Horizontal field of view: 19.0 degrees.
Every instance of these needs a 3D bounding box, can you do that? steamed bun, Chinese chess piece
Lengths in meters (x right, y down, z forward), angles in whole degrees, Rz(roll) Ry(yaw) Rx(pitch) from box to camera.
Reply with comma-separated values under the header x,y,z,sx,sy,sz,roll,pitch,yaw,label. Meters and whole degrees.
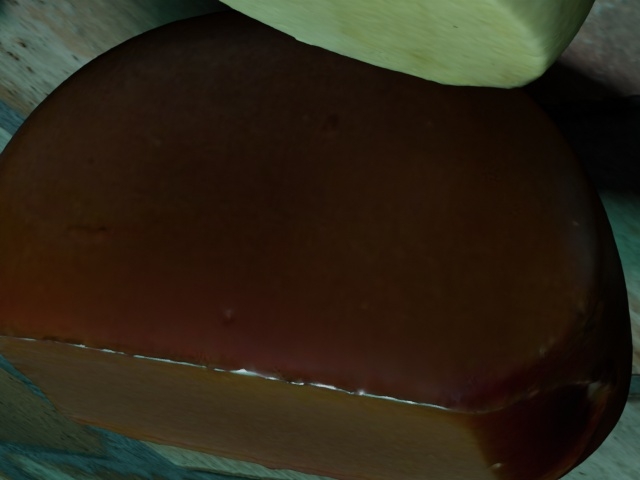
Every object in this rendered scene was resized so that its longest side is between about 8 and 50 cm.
x,y,z,sx,sy,sz,roll,pitch,yaw,label
0.000,0.000,1.152,0.379,0.248,0.235,7,157,17,steamed bun
0.013,-0.161,0.889,0.251,0.097,0.251,22,173,3,Chinese chess piece
